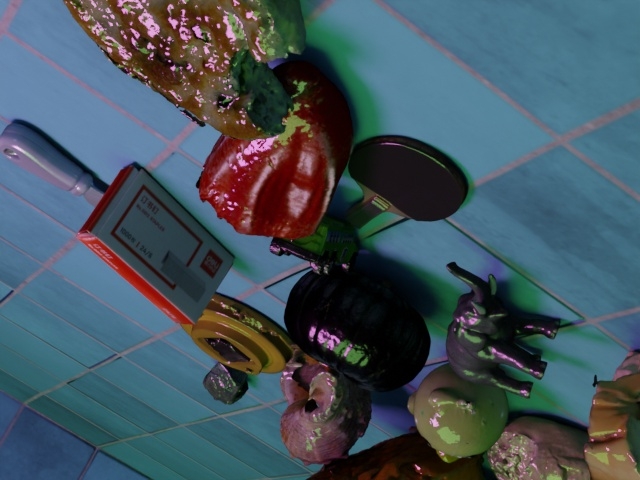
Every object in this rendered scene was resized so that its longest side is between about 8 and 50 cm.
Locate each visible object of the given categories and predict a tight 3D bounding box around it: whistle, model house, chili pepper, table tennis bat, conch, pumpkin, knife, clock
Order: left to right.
[{"bbox_3d":[-0.322,-0.062,1.695,0.331,0.044,0.080,35,153,-24],"label":"knife"},{"bbox_3d":[-0.164,0.253,2.137,0.079,0.066,0.083,39,138,0],"label":"model house"},{"bbox_3d":[-0.147,0.165,1.936,0.237,0.057,0.237,22,154,11],"label":"clock"},{"bbox_3d":[-0.030,-0.098,1.243,0.144,0.136,0.253,53,149,9],"label":"chili pepper"},{"bbox_3d":[-0.002,0.245,1.828,0.178,0.163,0.245,43,155,19],"label":"conch"},{"bbox_3d":[0.051,0.111,1.524,0.202,0.140,0.202,29,172,4],"label":"pumpkin"},{"bbox_3d":[0.081,-0.056,1.307,0.130,0.019,0.220,34,154,-11],"label":"table tennis bat"},{"bbox_3d":[0.192,0.263,1.685,0.141,0.141,0.294,24,157,8],"label":"whistle"}]

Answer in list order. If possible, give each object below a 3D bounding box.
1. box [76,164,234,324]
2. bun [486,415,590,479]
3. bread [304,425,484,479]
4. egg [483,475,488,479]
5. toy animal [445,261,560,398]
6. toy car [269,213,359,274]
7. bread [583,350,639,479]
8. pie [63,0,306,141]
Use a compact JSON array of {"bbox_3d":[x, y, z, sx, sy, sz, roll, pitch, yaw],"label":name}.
[{"bbox_3d":[-0.228,0.008,1.627,0.050,0.123,0.229,5,147,45],"label":"box"},{"bbox_3d":[0.350,0.352,1.719,0.237,0.116,0.210,23,155,9],"label":"bun"},{"bbox_3d":[0.111,0.424,1.827,0.204,0.337,0.358,64,162,2],"label":"bread"},{"bbox_3d":[0.237,0.453,2.017,0.164,0.131,0.131,42,154,-4],"label":"egg"},{"bbox_3d":[0.218,0.114,1.423,0.137,0.082,0.269,19,155,17],"label":"toy animal"},{"bbox_3d":[0.000,0.000,1.419,0.071,0.062,0.165,23,-174,18],"label":"toy car"},{"bbox_3d":[0.370,0.228,1.373,0.211,0.183,0.224,35,152,-13],"label":"bread"},{"bbox_3d":[-0.137,-0.224,1.099,0.302,0.067,0.302,28,147,20],"label":"pie"}]
